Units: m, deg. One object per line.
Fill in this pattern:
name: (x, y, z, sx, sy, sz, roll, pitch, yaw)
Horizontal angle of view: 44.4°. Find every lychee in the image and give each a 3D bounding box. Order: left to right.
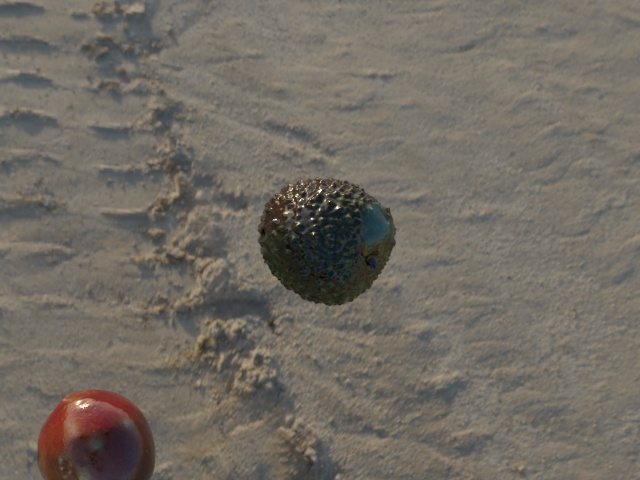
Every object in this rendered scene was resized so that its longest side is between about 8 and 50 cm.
lychee: (0.000, 0.000, 0.946, 0.171, 0.171, 0.171, 9, 55, -13)

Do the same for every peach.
peach: (-0.425, 0.396, 1.480, 0.243, 0.243, 0.199, 45, 29, 14)
